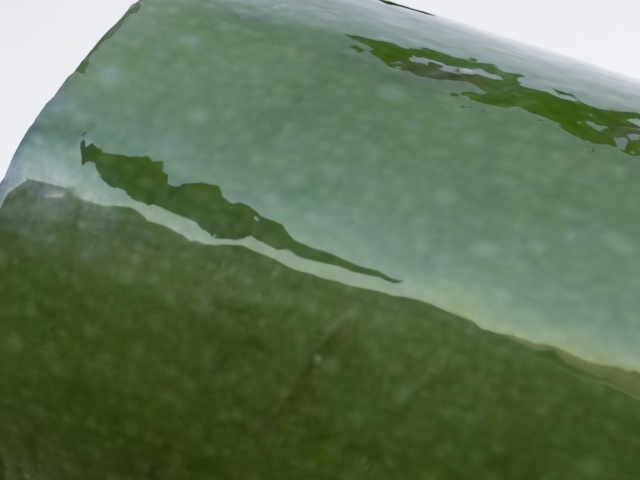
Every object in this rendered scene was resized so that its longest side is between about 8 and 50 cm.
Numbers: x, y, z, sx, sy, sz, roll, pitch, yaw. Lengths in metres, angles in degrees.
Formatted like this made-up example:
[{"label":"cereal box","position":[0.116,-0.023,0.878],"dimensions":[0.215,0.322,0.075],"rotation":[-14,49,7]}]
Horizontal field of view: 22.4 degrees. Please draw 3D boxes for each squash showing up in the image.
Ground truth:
[{"label":"squash","position":[0.103,0.077,0.554],"dimensions":[0.384,0.263,0.263],"rotation":[21,-23,19]}]
